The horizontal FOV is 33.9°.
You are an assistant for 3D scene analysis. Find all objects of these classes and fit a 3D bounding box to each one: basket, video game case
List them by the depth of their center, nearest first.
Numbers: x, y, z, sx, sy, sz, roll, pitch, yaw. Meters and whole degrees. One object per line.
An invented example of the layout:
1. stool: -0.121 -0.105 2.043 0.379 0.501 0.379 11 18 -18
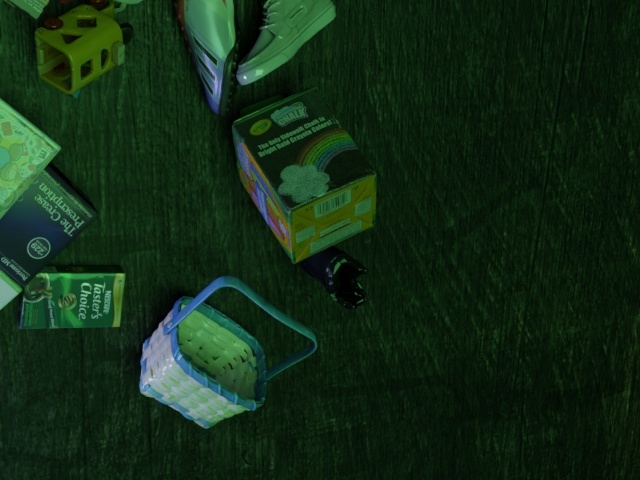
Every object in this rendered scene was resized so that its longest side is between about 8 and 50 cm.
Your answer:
1. video game case: -0.565 -0.141 1.661 0.227 0.026 0.206 41 88 -28
2. basket: -0.186 0.202 1.964 0.289 0.201 0.255 -33 126 25

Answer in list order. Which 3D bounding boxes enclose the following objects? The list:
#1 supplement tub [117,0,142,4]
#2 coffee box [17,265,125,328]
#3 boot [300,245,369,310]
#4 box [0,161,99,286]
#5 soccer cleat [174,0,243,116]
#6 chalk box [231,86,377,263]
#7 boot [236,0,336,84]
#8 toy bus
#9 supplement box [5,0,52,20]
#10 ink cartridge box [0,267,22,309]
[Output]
1. supplement tub: -0.285 -0.481 1.683 0.117 0.117 0.190 48 55 -31
2. coffee box: -0.452 0.103 1.911 0.184 0.040 0.113 2 108 -26
3. boot: 0.000 0.000 1.992 0.094 0.207 0.246 -30 118 -13
4. box: -0.535 -0.079 1.771 0.184 0.103 0.261 -44 121 -2
5. soccer cleat: -0.198 -0.373 1.833 0.116 0.108 0.318 3 117 2
6. chalk box: -0.044 -0.141 1.908 0.180 0.289 0.179 -25 150 -13
7. boot: -0.084 -0.388 1.851 0.258 0.095 0.123 -48 117 -34
8. toy bus: -0.366 -0.321 1.702 0.202 0.104 0.191 -61 161 5
9. supplement box: -0.440 -0.453 1.671 0.081 0.104 0.188 34 92 -30
10. ink cartridge box: -0.660 0.103 1.805 0.235 0.056 0.171 -42 120 -2
